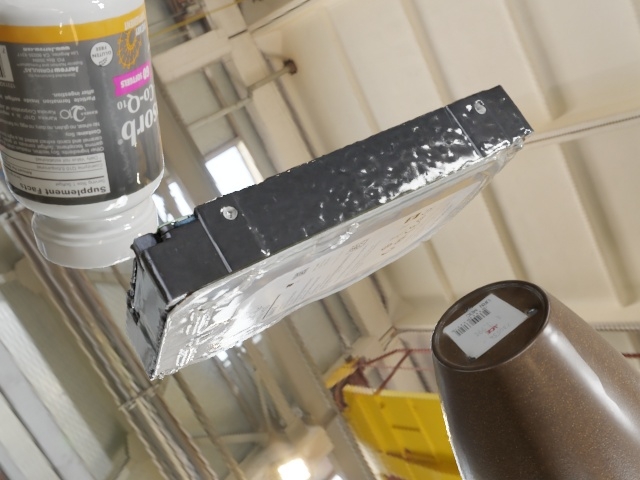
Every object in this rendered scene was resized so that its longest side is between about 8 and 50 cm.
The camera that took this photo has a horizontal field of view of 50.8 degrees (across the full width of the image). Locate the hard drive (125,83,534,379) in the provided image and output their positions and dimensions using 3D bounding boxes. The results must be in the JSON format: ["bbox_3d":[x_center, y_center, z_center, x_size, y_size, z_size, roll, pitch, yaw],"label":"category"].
[{"bbox_3d":[0.000,0.000,0.591,0.064,0.339,0.237,59,-27,13],"label":"hard drive"}]

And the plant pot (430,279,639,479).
[{"bbox_3d":[0.197,0.154,0.604,0.215,0.215,0.230,-8,-55,47],"label":"plant pot"}]

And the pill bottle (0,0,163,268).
[{"bbox_3d":[-0.245,-0.121,0.682,0.162,0.162,0.278,24,-50,30],"label":"pill bottle"}]
